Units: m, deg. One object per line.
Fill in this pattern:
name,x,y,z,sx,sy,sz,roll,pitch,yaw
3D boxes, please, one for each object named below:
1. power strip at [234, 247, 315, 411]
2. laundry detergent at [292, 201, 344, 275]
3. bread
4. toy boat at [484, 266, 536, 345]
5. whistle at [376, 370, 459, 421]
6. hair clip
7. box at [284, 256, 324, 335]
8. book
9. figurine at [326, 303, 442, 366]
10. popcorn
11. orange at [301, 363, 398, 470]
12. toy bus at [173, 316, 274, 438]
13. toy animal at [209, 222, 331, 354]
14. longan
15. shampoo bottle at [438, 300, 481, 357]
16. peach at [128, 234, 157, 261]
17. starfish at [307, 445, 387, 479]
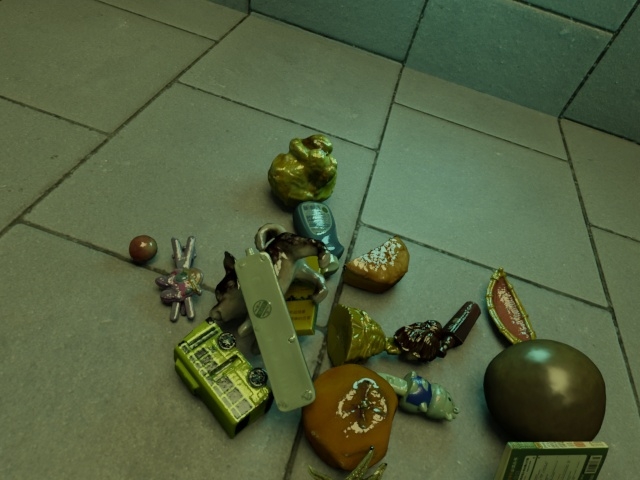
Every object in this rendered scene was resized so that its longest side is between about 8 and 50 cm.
power strip,-0.111,0.198,1.042,0.091,0.062,0.386,-19,80,-2
laundry detergent,0.000,0.000,1.503,0.143,0.094,0.290,6,48,-29
bread,0.202,0.095,1.446,0.260,0.129,0.134,-22,58,-30
toy boat,0.623,0.243,1.456,0.140,0.099,0.318,1,50,-11
whistle,0.260,0.409,1.185,0.244,0.092,0.110,24,25,-1
hair clip,-0.406,0.097,1.287,0.136,0.090,0.279,-4,48,-8
box,-0.076,0.156,1.314,0.152,0.041,0.279,-6,45,16
book,0.540,0.568,1.061,0.263,0.202,0.027,5,19,-12
figurine,0.194,0.290,1.262,0.315,0.187,0.168,13,81,-18
popcorn,-0.062,-0.246,1.597,0.225,0.277,0.276,44,51,16
orange,0.073,0.411,1.070,0.248,0.183,0.249,10,46,-10
toy bus,-0.244,0.332,1.088,0.150,0.128,0.262,-32,65,-34
toy animal,-0.167,0.105,1.242,0.344,0.194,0.302,-37,52,-19
longan,0.589,0.406,1.176,0.297,0.297,0.297,8,46,-9
shampoo bottle,0.424,0.279,1.383,0.067,0.068,0.236,51,51,3
peach,-0.530,0.025,1.322,0.083,0.083,0.083,8,46,-9
starfish,0.051,0.546,0.973,0.223,0.050,0.217,-46,112,-7
